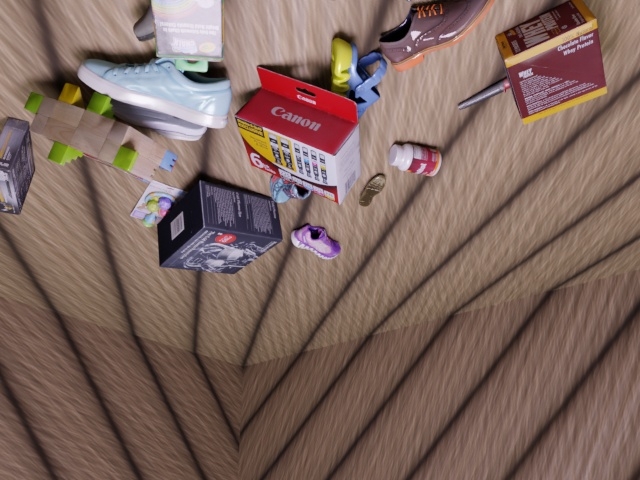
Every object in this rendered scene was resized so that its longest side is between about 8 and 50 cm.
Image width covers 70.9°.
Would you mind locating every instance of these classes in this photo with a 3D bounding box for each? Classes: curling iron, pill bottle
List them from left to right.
[{"bbox_3d":[0.296,-0.257,1.420,0.152,0.086,0.086,8,148,-16],"label":"pill bottle"},{"bbox_3d":[0.509,-0.414,1.218,0.274,0.035,0.068,-20,145,26],"label":"curling iron"}]

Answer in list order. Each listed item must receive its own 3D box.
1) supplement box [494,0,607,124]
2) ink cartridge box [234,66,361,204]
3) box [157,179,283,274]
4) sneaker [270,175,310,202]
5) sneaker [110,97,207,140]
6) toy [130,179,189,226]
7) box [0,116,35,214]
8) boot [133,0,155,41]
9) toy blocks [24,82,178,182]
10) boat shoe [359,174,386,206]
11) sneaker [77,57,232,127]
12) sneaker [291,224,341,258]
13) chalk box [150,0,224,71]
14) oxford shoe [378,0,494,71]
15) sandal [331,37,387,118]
[{"bbox_3d":[0.549,-0.423,1.076,0.191,0.129,0.194,-19,132,26],"label":"supplement box"},{"bbox_3d":[-0.058,-0.273,1.187,0.309,0.130,0.272,25,155,20],"label":"ink cartridge box"},{"bbox_3d":[-0.365,-0.029,1.615,0.312,0.179,0.343,9,150,-41],"label":"box"},{"bbox_3d":[-0.088,-0.183,1.477,0.104,0.125,0.262,17,144,-29],"label":"sneaker"},{"bbox_3d":[-0.448,-0.327,1.240,0.258,0.094,0.091,14,154,-19],"label":"sneaker"},{"bbox_3d":[-0.584,-0.114,1.626,0.136,0.056,0.237,18,144,-33],"label":"toy"},{"bbox_3d":[-0.896,-0.212,1.313,0.056,0.183,0.231,10,148,-22],"label":"box"},{"bbox_3d":[-0.339,-0.539,0.919,0.246,0.083,0.161,-27,138,23],"label":"boot"},{"bbox_3d":[-0.539,-0.243,1.184,0.381,0.191,0.261,22,177,20],"label":"toy blocks"},{"bbox_3d":[0.182,-0.183,1.588,0.056,0.048,0.153,18,139,-10],"label":"boat shoe"},{"bbox_3d":[-0.396,-0.406,1.114,0.365,0.135,0.150,13,117,-17],"label":"sneaker"},{"bbox_3d":[0.000,0.000,1.834,0.236,0.095,0.104,21,134,-33],"label":"sneaker"},{"bbox_3d":[-0.257,-0.441,0.884,0.132,0.132,0.213,-1,138,-14],"label":"chalk box"},{"bbox_3d":[0.257,-0.491,1.016,0.271,0.097,0.098,-26,136,34],"label":"oxford shoe"},{"bbox_3d":[0.094,-0.374,1.180,0.138,0.126,0.317,-5,151,-4],"label":"sandal"}]
